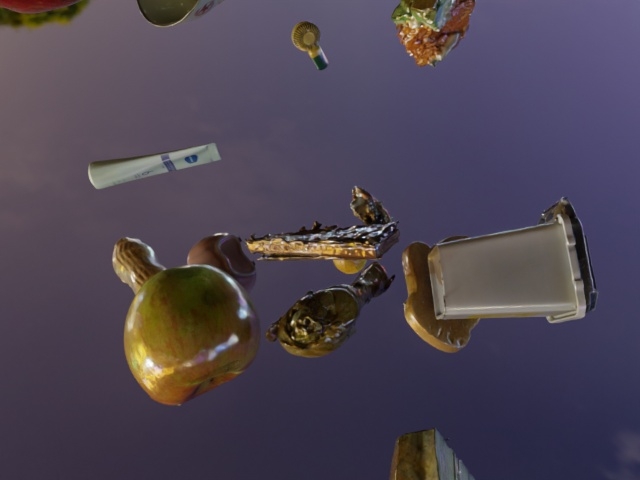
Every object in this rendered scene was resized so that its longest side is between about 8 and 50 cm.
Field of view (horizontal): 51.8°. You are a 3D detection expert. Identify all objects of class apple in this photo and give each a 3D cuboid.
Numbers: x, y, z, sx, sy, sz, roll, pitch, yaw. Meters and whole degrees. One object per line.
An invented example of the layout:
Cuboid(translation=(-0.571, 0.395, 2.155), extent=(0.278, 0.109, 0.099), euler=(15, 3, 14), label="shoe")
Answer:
Cuboid(translation=(-0.324, 0.227, 1.644), extent=(0.340, 0.339, 0.339), euler=(-4, -148, 2), label="apple")

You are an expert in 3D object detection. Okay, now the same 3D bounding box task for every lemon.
Cuboid(translation=(0.091, 0.050, 2.067), extent=(0.109, 0.133, 0.109), euler=(-9, -133, 9), label="lemon")

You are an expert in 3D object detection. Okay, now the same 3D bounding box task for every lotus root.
Cuboid(translation=(0.232, 0.574, 1.361), extent=(0.149, 0.267, 0.260), euler=(-18, -139, 24), label="lotus root")

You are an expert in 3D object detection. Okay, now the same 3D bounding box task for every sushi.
Cuboid(translation=(0.168, -0.076, 2.088), extent=(0.103, 0.097, 0.226), euler=(-39, -94, -26), label="sushi")

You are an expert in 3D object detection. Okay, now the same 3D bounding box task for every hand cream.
Cuboid(translation=(-0.410, -0.191, 1.619), extent=(0.321, 0.109, 0.067), euler=(-13, -104, -4), label="hand cream")

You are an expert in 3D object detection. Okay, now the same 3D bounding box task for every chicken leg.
Cuboid(translation=(0.056, 0.161, 1.666), extent=(0.152, 0.201, 0.429), euler=(52, -139, 5), label="chicken leg")

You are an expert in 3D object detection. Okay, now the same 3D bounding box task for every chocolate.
Cuboid(translation=(0.000, 0.007, 1.257), extent=(0.329, 0.065, 0.102), euler=(-1, -159, 38), label="chocolate")
Cuboid(translation=(-0.530, 0.097, 1.966), extent=(0.134, 0.134, 0.309), euler=(-24, -134, -27), label="chocolate")

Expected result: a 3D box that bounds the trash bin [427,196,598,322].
Cuboid(translation=(0.461, 0.066, 1.639), extent=(0.368, 0.295, 0.256), euler=(-6, 170, 1), label="trash bin")

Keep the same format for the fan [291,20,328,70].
Cuboid(translation=(-0.021, -0.560, 1.906), extent=(0.082, 0.155, 0.039), euler=(-36, -142, 2), label="fan")

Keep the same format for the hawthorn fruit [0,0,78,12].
Cuboid(translation=(-0.691, -0.698, 1.497), extent=(0.403, 0.402, 0.402), euler=(-4, -148, 2), label="hawthorn fruit")

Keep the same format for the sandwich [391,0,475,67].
Cuboid(translation=(0.223, -0.409, 1.165), extent=(0.184, 0.160, 0.109), euler=(-50, -137, -12), label="sandwich")

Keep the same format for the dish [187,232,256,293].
Cuboid(translation=(-0.258, 0.061, 1.843), extent=(0.213, 0.090, 0.213), euler=(27, -137, -28), label="dish")

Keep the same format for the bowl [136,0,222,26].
Cuboid(translation=(-0.337, -0.722, 1.761), extent=(0.337, 0.337, 0.158), euler=(23, -165, 37), label="bowl")

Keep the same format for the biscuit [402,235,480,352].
Cuboid(translation=(0.333, 0.122, 1.803), extent=(0.287, 0.057, 0.343), euler=(38, -122, -10), label="biscuit")
